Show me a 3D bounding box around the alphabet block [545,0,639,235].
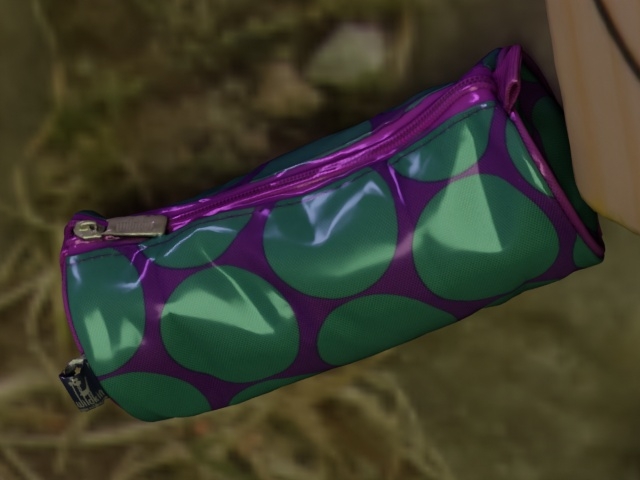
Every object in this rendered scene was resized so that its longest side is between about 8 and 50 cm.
[{"bbox_3d":[0.152,-0.102,0.340,0.193,0.192,0.197,-16,107,-10],"label":"alphabet block"}]

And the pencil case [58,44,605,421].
[{"bbox_3d":[0.000,0.000,0.510,0.151,0.064,0.070,-21,130,18],"label":"pencil case"}]
